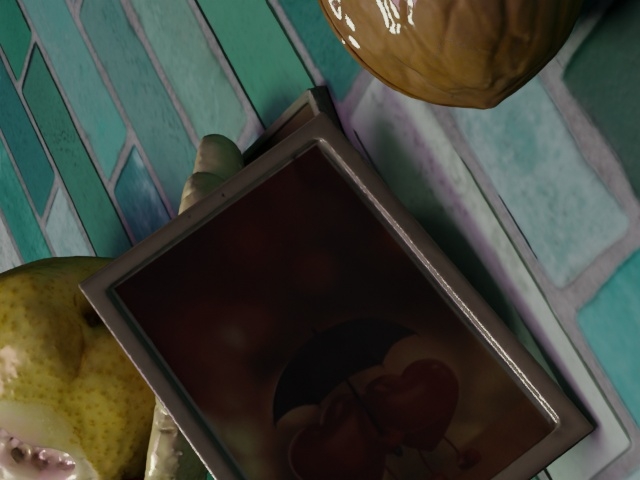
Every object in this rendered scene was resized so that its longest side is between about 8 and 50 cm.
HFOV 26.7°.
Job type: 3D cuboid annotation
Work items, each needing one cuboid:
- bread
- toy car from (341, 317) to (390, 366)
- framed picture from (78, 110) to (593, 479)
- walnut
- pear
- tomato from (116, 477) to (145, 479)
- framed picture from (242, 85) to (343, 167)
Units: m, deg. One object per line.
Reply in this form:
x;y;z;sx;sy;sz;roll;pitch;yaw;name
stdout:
-0.097;0.067;1.068;0.316;0.054;0.316;-172;90;-86;bread
-0.006;0.144;1.000;0.136;0.125;0.306;54;144;22;toy car
0.003;0.076;0.883;0.289;0.211;0.020;51;172;22;framed picture
0.068;-0.173;0.744;0.167;0.167;0.207;-17;85;59;walnut
-0.244;0.135;1.274;0.271;0.271;0.271;28;125;51;pear
-0.137;0.341;1.149;0.298;0.226;0.298;160;90;-86;tomato
0.000;0.000;1.055;0.150;0.015;0.203;-38;70;57;framed picture
